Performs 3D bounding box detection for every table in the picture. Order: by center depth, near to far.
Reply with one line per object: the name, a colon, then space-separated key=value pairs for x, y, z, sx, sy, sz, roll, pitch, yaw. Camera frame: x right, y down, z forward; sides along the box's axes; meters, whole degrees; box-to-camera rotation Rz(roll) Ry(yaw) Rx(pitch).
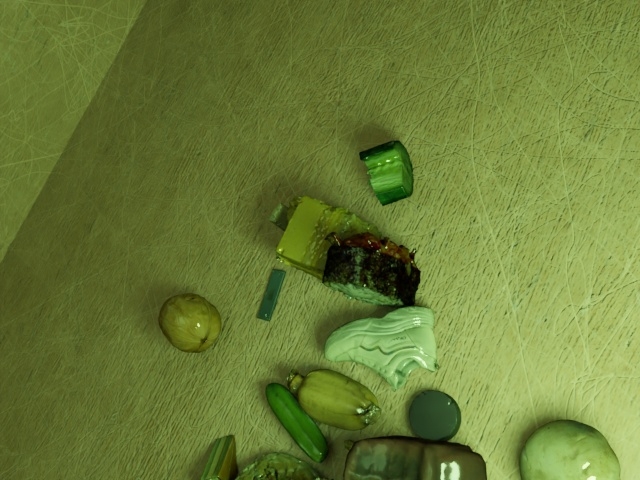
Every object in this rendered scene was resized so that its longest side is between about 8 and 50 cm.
table: x=0.304 y=0.468 z=1.591 sx=0.134 sy=0.043 sz=0.133 roll=-11 pitch=65 yaw=26

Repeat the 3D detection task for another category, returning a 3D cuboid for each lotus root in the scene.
lotus root: x=0.041 y=0.451 z=1.699 sx=0.304 sy=0.130 sz=0.146 roll=13 pitch=54 yaw=33

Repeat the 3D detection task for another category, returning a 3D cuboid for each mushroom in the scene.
mushroom: x=0.558 y=0.528 z=1.333 sx=0.255 sy=0.184 sz=0.254 roll=20 pitch=115 yaw=53

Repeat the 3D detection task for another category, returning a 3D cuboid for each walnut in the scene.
walnut: x=-0.440 y=0.275 z=2.016 sx=0.222 sy=0.195 sz=0.195 roll=27 pitch=85 yaw=40

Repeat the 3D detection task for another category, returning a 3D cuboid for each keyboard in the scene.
keyboard: x=-0.163 y=0.183 z=2.003 sx=0.055 sy=0.014 sz=0.176 roll=9 pitch=74 yaw=33

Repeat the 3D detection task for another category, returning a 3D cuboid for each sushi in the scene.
sushi: x=0.136 y=0.083 z=1.675 sx=0.197 sy=0.343 sz=0.181 roll=-8 pitch=67 yaw=39

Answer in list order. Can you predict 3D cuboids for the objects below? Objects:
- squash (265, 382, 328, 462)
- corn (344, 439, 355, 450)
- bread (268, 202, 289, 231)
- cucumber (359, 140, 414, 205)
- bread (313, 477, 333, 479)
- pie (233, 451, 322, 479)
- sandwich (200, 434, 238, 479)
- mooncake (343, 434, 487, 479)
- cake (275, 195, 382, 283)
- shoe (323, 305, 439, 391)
squash: x=-0.069 y=0.533 z=1.758 sx=0.082 sy=0.082 sz=0.292 roll=-48 pitch=56 yaw=4
corn: x=0.099 y=0.584 z=1.672 sx=0.083 sy=0.028 sz=0.027 roll=26 pitch=100 yaw=32
bread: x=-0.082 y=-0.050 z=1.974 sx=0.105 sy=0.152 sz=0.077 roll=29 pitch=87 yaw=40
cucumber: x=0.210 y=-0.208 z=1.863 sx=0.130 sy=0.191 sz=0.191 roll=-18 pitch=62 yaw=25
bread: x=0.065 y=0.695 z=1.513 sx=0.136 sy=0.240 sz=0.178 roll=-13 pitch=64 yaw=25
pie: x=-0.131 y=0.740 z=1.642 sx=0.339 sy=0.077 sz=0.339 roll=-12 pitch=37 yaw=9
sandwich: x=-0.292 y=0.707 z=1.855 sx=0.079 sy=0.113 sz=0.163 roll=-22 pitch=26 yaw=22
mooncake: x=0.217 y=0.563 z=1.444 sx=0.326 sy=0.334 sz=0.174 roll=144 pitch=139 yaw=-63
cake: x=0.000 y=0.000 z=1.861 sx=0.286 sy=0.222 sz=0.227 roll=18 pitch=78 yaw=35
shoe: x=0.171 y=0.322 z=1.676 sx=0.342 sy=0.132 sz=0.210 roll=-20 pitch=58 yaw=18
